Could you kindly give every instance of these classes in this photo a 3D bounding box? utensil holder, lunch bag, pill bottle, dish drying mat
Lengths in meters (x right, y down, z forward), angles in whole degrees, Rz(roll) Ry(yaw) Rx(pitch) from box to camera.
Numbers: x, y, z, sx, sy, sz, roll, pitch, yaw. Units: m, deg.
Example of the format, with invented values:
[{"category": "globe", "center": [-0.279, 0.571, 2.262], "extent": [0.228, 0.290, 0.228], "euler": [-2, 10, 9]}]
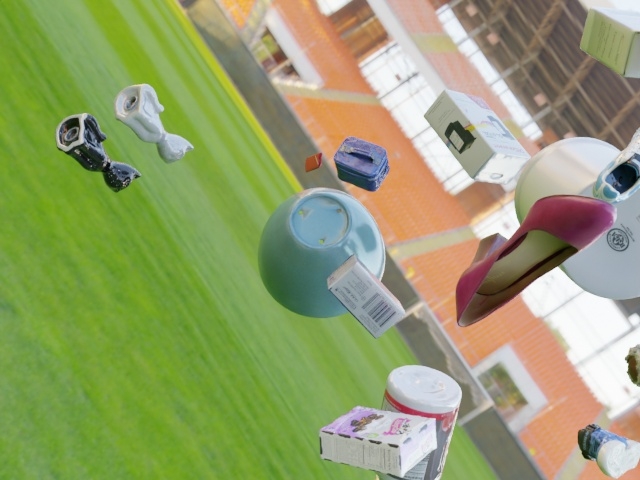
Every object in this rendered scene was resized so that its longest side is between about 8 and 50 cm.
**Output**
[{"category": "utensil holder", "center": [0.672, -0.059, 1.999], "extent": [0.328, 0.327, 0.385], "euler": [55, 10, -13]}, {"category": "lunch bag", "center": [0.074, -0.135, 1.444], "extent": [0.098, 0.067, 0.065], "euler": [21, -22, 22]}, {"category": "pill bottle", "center": [0.214, 0.471, 1.931], "extent": [0.176, 0.176, 0.319], "euler": [-118, -145, -65]}, {"category": "dish drying mat", "center": [-0.015, -0.161, 1.702], "extent": [0.083, 0.008, 0.032], "euler": [173, -79, -69]}]

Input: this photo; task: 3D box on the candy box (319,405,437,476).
[{"category": "candy box", "center": [0.123, 0.421, 1.742], "extent": [0.165, 0.196, 0.070], "euler": [-16, 105, -55]}]

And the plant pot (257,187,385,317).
[{"category": "plant pot", "center": [0.000, 0.000, 1.784], "extent": [0.290, 0.290, 0.195], "euler": [57, -12, 22]}]

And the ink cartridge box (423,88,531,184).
[{"category": "ink cartridge box", "center": [0.298, -0.196, 1.560], "extent": [0.127, 0.072, 0.175], "euler": [1, 47, -45]}]

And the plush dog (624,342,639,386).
[{"category": "plush dog", "center": [0.755, 0.193, 1.610], "extent": [0.210, 0.225, 0.262], "euler": [12, -9, -14]}]

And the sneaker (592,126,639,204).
[{"category": "sneaker", "center": [0.649, -0.163, 1.670], "extent": [0.085, 0.237, 0.086], "euler": [43, -9, -2]}]

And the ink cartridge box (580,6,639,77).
[{"category": "ink cartridge box", "center": [0.515, -0.224, 1.021], "extent": [0.261, 0.296, 0.066], "euler": [-105, -160, -62]}]

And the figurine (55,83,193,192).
[{"category": "figurine", "center": [-0.384, -0.193, 1.658], "extent": [0.209, 0.214, 0.092], "euler": [53, 14, -55]}]

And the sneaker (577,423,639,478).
[{"category": "sneaker", "center": [0.424, 0.318, 1.251], "extent": [0.084, 0.058, 0.152], "euler": [12, 2, 38]}]

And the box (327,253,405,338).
[{"category": "box", "center": [0.079, 0.098, 1.480], "extent": [0.126, 0.072, 0.137], "euler": [47, 4, -4]}]

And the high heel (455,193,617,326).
[{"category": "high heel", "center": [0.367, 0.048, 1.430], "extent": [0.127, 0.181, 0.377], "euler": [27, -23, -9]}]
